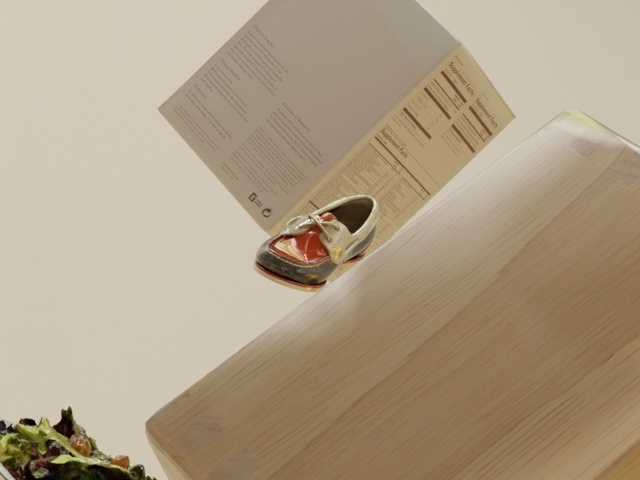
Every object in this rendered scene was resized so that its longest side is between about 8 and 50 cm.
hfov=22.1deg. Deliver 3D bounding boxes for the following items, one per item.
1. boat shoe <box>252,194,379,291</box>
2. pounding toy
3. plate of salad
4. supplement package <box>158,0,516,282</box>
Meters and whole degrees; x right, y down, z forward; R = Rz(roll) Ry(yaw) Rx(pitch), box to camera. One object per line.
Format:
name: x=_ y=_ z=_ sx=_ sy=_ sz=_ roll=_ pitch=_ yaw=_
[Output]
boat shoe: x=0.000 y=0.000 z=1.058 sx=0.049 sy=0.043 sz=0.137 roll=32 pitch=-158 yaw=18
pounding toy: x=0.088 y=0.063 z=0.406 sx=0.206 sy=0.181 sz=0.094 roll=-36 pitch=-133 yaw=-17
plate of salad: x=-0.094 y=0.141 z=0.829 sx=0.200 sy=0.200 sz=0.048 roll=38 pitch=-92 yaw=1
supplement package: x=0.020 y=-0.130 z=1.678 sx=0.199 sy=0.262 sz=0.198 roll=48 pitch=-176 yaw=29
